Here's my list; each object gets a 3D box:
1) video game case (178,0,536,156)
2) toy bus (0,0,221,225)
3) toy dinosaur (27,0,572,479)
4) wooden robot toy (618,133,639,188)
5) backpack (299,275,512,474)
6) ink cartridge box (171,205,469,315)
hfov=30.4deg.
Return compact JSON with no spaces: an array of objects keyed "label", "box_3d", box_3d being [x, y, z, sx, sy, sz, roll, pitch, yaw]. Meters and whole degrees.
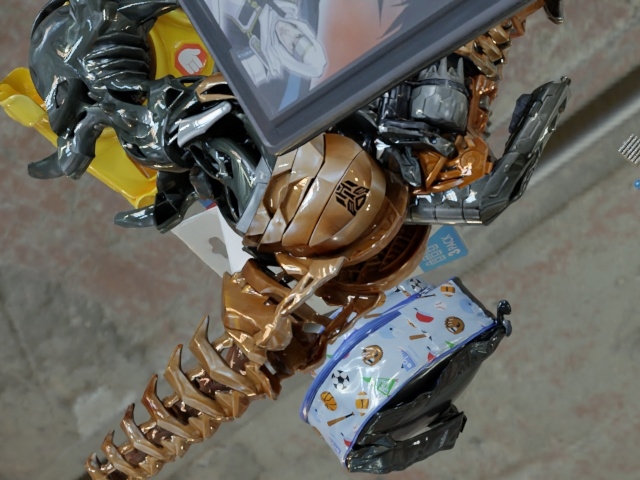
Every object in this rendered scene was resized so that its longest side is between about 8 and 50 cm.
[{"label":"video game case","box_3d":[0.012,-0.179,0.287,0.275,0.035,0.248,-27,96,46]},{"label":"toy bus","box_3d":[-0.086,-0.117,0.833,0.220,0.149,0.211,-44,109,2]},{"label":"toy dinosaur","box_3d":[-0.015,-0.040,0.541,0.218,0.322,0.164,27,151,32]},{"label":"wooden robot toy","box_3d":[0.413,-0.059,1.355,0.076,0.173,0.079,-35,164,11]},{"label":"backpack","box_3d":[0.097,0.180,1.615,0.213,0.263,0.276,37,136,22]},{"label":"ink cartridge box","box_3d":[0.000,0.000,0.824,0.181,0.061,0.104,-23,147,12]}]
